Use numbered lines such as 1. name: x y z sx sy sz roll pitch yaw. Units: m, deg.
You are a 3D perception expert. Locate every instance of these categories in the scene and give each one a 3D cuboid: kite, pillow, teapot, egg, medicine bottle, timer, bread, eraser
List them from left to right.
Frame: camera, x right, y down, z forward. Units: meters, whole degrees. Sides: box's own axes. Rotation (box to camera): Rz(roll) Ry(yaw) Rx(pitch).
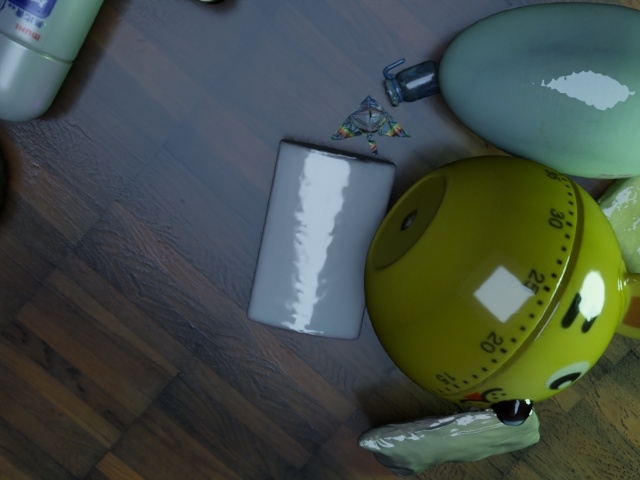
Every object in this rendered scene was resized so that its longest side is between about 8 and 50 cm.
1. medicine bottle: -0.380 -0.323 1.134 0.130 0.130 0.341 30 102 -5
2. eraser: 0.000 0.000 1.208 0.174 0.095 0.270 11 99 -1
3. kite: 0.072 -0.171 1.222 0.122 0.004 0.090 -7 100 2
4. teapot: 0.133 -0.235 1.188 0.083 0.049 0.063 -19 99 4
5. pillow: 0.201 0.301 1.247 0.270 0.173 0.067 -15 56 5
6. timer: 0.262 0.078 1.098 0.387 0.376 0.376 32 99 -15
7. egg: 0.343 -0.203 1.104 0.371 0.230 0.229 10 100 6
8. bread: 0.490 -0.016 1.218 0.139 0.060 0.178 -43 97 6

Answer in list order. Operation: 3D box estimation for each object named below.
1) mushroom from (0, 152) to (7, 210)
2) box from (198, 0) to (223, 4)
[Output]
1. mushroom: -0.569 -0.075 1.137 0.212 0.217 0.291 8 99 -5
2. box: -0.162 -0.439 1.134 0.145 0.090 0.201 24 99 -4
